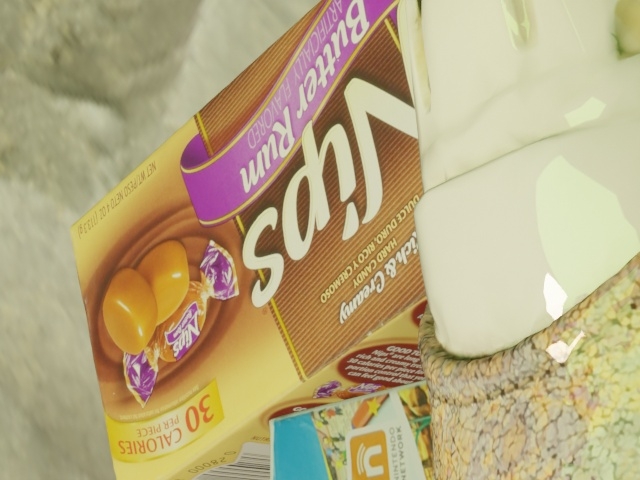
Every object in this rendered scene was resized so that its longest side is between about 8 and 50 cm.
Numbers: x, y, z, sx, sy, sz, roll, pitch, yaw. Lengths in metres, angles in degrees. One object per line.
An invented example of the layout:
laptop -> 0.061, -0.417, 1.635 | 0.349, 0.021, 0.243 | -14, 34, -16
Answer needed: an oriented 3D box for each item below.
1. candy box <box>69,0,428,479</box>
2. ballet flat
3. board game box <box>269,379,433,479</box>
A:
candy box -> 0.000, 0.000, 0.616 | 0.186, 0.053, 0.109 | -38, 54, 40
ballet flat -> 0.079, -0.048, 0.383 | 0.107, 0.106, 0.316 | -24, 29, 57
board game box -> 0.122, 0.125, 0.412 | 0.303, 0.097, 0.224 | -20, 66, 46
